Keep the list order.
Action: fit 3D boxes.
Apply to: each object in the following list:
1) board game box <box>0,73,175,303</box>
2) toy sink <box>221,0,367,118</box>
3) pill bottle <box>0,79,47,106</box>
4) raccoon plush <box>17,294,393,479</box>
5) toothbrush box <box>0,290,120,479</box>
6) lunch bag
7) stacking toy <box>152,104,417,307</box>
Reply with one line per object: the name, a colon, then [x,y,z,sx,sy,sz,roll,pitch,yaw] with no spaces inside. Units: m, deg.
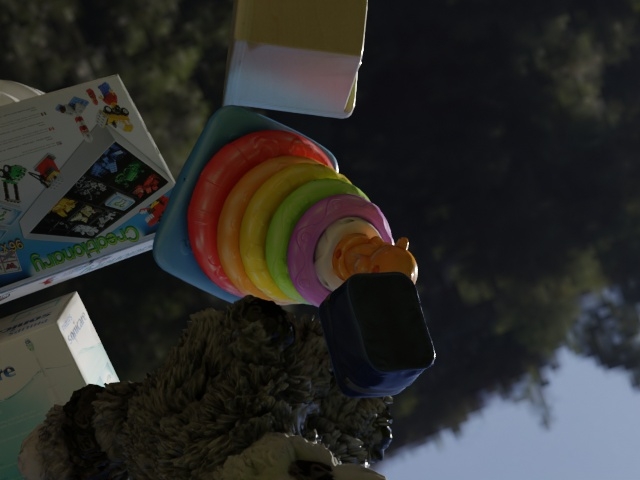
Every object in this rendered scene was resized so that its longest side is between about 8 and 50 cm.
board game box: [-0.295,-0.052,2.051,0.305,0.193,0.053,-21,170,-42]
toy sink: [-0.021,-0.213,1.906,0.131,0.153,0.234,7,162,-4]
pill bottle: [-0.413,-0.102,2.549,0.210,0.210,0.363,-21,179,4]
raccoon plush: [-0.108,0.255,1.694,0.446,0.216,0.299,-33,-151,38]
toothbrush box: [-0.375,0.249,2.623,0.216,0.296,0.126,-21,-164,13]
lunch bag: [0.040,0.072,1.533,0.067,0.098,0.065,0,153,-30]
stacking toy: [0.000,0.000,1.745,0.302,0.165,0.175,23,-92,56]
